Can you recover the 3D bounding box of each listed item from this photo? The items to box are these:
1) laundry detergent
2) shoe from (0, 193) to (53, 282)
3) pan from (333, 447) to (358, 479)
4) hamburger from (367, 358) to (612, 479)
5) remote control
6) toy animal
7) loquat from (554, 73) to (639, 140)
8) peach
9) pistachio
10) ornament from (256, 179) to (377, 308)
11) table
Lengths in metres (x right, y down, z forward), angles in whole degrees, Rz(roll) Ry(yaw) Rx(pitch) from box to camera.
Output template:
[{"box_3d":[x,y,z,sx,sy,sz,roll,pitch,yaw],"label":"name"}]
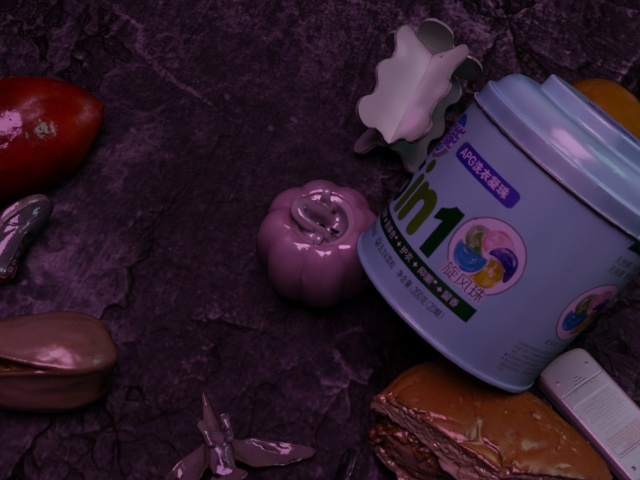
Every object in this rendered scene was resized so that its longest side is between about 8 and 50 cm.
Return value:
[{"box_3d":[0.245,-0.025,1.089,0.287,0.305,0.287,34,20,-14],"label":"laundry detergent"},{"box_3d":[-0.445,0.016,1.275,0.077,0.074,0.194,44,67,10],"label":"shoe"},{"box_3d":[0.005,0.347,1.047,0.028,0.136,0.235,38,53,-17],"label":"pan"},{"box_3d":[0.203,0.255,1.096,0.282,0.155,0.245,0,46,-14],"label":"hamburger"},{"box_3d":[0.371,0.229,1.187,0.087,0.029,0.190,-30,63,-20],"label":"remote control"},{"box_3d":[-0.122,0.245,1.119,0.219,0.095,0.155,-14,63,-13],"label":"toy animal"},{"box_3d":[0.366,-0.123,1.305,0.244,0.244,0.243,1,57,-2],"label":"loquat"},{"box_3d":[-0.445,-0.146,1.335,0.267,0.158,0.154,-13,64,-13],"label":"peach"},{"box_3d":[-0.358,0.155,1.143,0.206,0.131,0.129,-2,83,-6],"label":"pistachio"},{"box_3d":[0.000,0.000,1.244,0.178,0.177,0.177,1,57,-2],"label":"ornament"},{"box_3d":[0.141,-0.217,1.406,0.167,0.166,0.198,22,66,12],"label":"table"}]
